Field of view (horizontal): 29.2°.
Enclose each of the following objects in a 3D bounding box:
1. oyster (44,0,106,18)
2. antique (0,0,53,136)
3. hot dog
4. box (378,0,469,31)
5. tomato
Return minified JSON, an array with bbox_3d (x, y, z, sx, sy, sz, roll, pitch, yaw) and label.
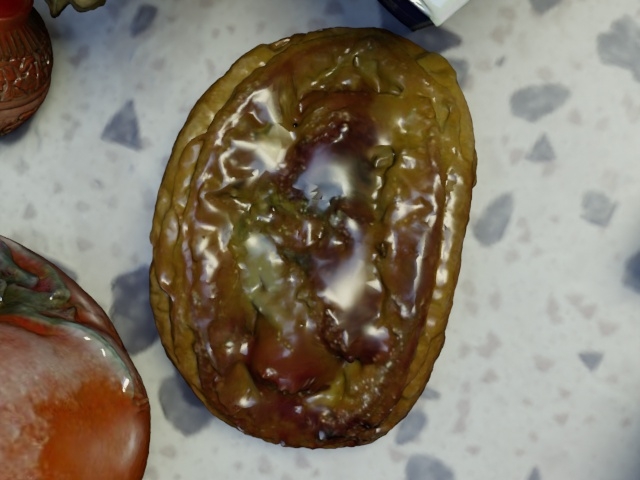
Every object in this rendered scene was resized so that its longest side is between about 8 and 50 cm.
[{"bbox_3d":[-0.091,-0.239,0.581,0.096,0.361,0.221,5,120,-28],"label":"oyster"},{"bbox_3d":[-0.197,-0.099,0.672,0.104,0.104,0.104,0,89,10],"label":"antique"},{"bbox_3d":[-0.002,0.000,0.636,0.161,0.099,0.226,5,92,11],"label":"hot dog"},{"bbox_3d":[0.126,-0.230,0.557,0.299,0.200,0.106,-40,96,7],"label":"box"},{"bbox_3d":[-0.201,0.098,0.611,0.232,0.232,0.188,28,107,10],"label":"tomato"}]
